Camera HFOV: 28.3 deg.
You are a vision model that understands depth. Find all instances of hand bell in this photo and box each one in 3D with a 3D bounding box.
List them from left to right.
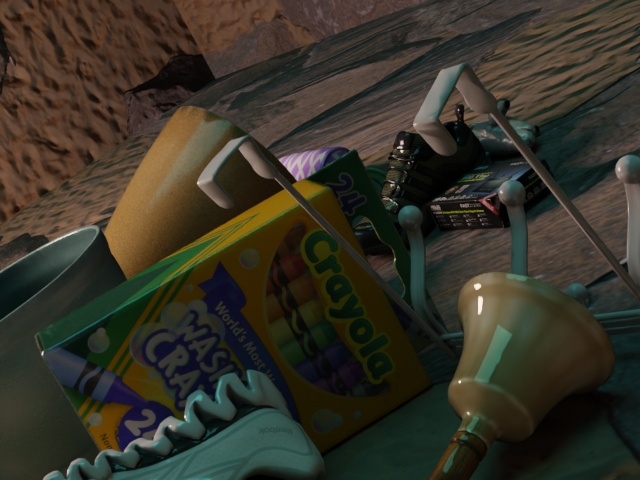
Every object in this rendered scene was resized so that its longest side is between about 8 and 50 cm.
[{"bbox_3d":[0.098,0.149,0.875,0.126,0.126,0.242,-10,35,49],"label":"hand bell"}]

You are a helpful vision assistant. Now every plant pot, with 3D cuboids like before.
[{"bbox_3d":[-0.299,0.146,1.331,0.293,0.196,0.293,-31,15,9],"label":"plant pot"},{"bbox_3d":[-0.171,0.004,1.600,0.254,0.237,0.237,-51,23,-19],"label":"plant pot"}]

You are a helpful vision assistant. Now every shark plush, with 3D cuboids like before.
[{"bbox_3d":[0.203,-0.122,1.620,0.161,0.073,0.067,-13,51,31],"label":"shark plush"}]

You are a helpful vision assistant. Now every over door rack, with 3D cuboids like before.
[{"bbox_3d":[0.111,-0.021,0.961,0.239,0.324,0.108,-13,52,45],"label":"over door rack"}]

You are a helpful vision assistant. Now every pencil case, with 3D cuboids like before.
[{"bbox_3d":[-0.022,-0.084,1.828,0.088,0.086,0.206,4,-6,-39],"label":"pencil case"}]

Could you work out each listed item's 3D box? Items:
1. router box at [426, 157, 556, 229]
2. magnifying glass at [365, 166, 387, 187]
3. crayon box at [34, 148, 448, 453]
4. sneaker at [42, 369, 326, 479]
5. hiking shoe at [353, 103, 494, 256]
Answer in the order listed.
[{"bbox_3d":[0.192,-0.052,1.431,0.092,0.038,0.122,-35,17,-27],"label":"router box"},{"bbox_3d":[0.000,0.000,1.537,0.231,0.092,0.026,-40,16,-5],"label":"magnifying glass"},{"bbox_3d":[-0.050,0.088,1.084,0.323,0.203,0.083,-31,16,-11],"label":"crayon box"},{"bbox_3d":[-0.127,0.211,0.939,0.292,0.110,0.118,-32,53,-20],"label":"sneaker"},{"bbox_3d":[0.100,-0.069,1.501,0.227,0.114,0.086,-35,16,-24],"label":"hiking shoe"}]
